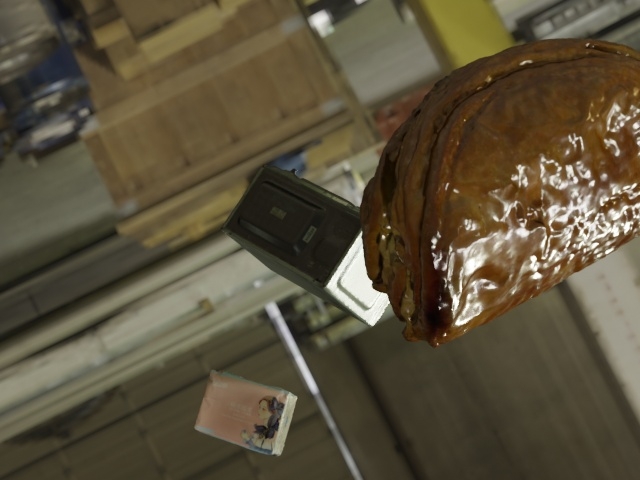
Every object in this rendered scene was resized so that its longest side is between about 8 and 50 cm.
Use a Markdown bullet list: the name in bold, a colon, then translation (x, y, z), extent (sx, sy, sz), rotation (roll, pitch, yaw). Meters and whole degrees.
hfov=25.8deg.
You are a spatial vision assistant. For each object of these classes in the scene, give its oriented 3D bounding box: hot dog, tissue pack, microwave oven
- **hot dog**: translation (0.147, -0.039, 0.981), extent (0.272, 0.122, 0.196), rotation (-30, 135, -25)
- **tissue pack**: translation (-0.081, 0.184, 1.498), extent (0.094, 0.074, 0.059), rotation (14, 175, 12)
- **microwave oven**: translation (0.000, 0.000, 1.876), extent (0.129, 0.205, 0.163), rotation (-56, 144, -8)
